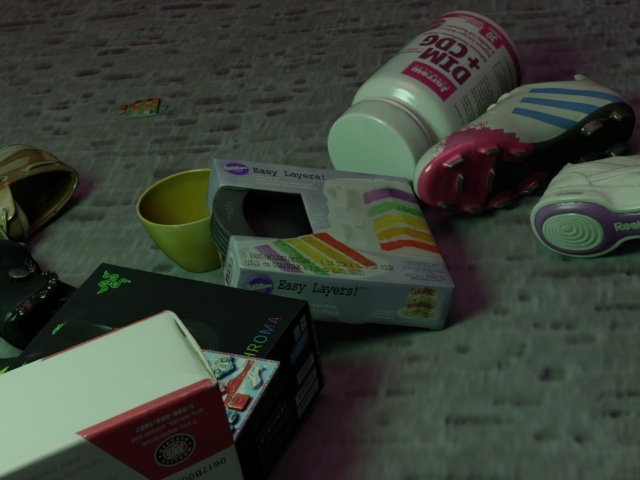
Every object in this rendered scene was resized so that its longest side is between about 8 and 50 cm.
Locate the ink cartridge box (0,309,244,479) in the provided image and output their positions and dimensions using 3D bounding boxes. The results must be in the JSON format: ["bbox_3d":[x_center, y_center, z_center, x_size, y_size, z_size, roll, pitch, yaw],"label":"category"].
[{"bbox_3d":[-0.177,0.244,1.239,0.226,0.306,0.131,-23,34,-16],"label":"ink cartridge box"}]

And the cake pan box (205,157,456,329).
[{"bbox_3d":[0.000,0.000,1.688,0.267,0.070,0.245,6,30,-15],"label":"cake pan box"}]

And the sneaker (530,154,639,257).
[{"bbox_3d":[0.405,-0.056,1.683,0.305,0.114,0.152,3,36,23],"label":"sneaker"}]

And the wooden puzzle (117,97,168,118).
[{"bbox_3d":[-0.279,-0.207,2.256,0.083,0.006,0.049,-8,32,7],"label":"wooden puzzle"}]

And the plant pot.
[{"bbox_3d":[-0.158,-0.017,1.835,0.134,0.095,0.134,-8,32,5],"label":"plant pot"}]

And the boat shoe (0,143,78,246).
[{"bbox_3d":[-0.449,-0.030,1.938,0.116,0.123,0.324,11,40,29],"label":"boat shoe"}]

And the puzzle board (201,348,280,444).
[{"bbox_3d":[-0.106,0.152,1.384,0.096,0.011,0.128,8,40,23],"label":"puzzle board"}]

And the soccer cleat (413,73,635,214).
[{"bbox_3d":[0.244,-0.129,1.853,0.331,0.116,0.143,-17,41,-22],"label":"soccer cleat"}]

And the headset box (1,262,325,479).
[{"bbox_3d":[-0.178,0.159,1.514,0.283,0.131,0.246,10,41,26],"label":"headset box"}]

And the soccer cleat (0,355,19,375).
[{"bbox_3d":[-0.398,0.170,1.663,0.179,0.060,0.072,-13,22,7],"label":"soccer cleat"}]

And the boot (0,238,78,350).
[{"bbox_3d":[-0.420,0.064,1.754,0.246,0.094,0.207,-3,20,-37],"label":"boot"}]

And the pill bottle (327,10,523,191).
[{"bbox_3d":[0.140,-0.177,1.922,0.160,0.160,0.283,11,40,33],"label":"pill bottle"}]
